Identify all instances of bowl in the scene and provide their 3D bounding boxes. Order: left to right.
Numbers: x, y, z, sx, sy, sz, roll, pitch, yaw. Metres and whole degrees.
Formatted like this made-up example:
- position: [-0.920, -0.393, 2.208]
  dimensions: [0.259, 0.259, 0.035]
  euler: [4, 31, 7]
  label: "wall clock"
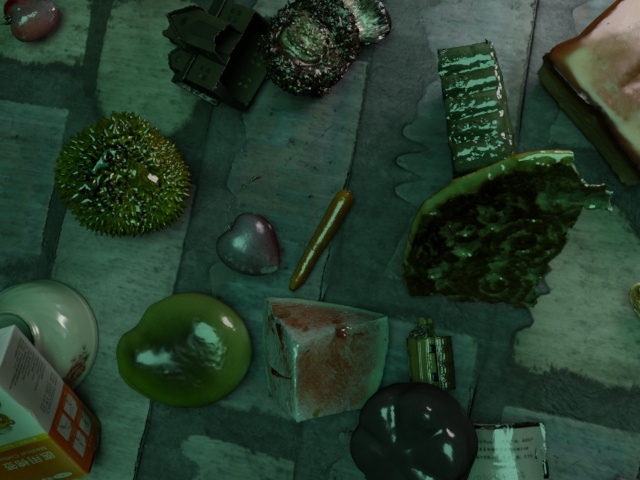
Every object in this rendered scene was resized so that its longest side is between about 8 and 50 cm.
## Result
- position: [-0.635, 0.218, 1.434]
  dimensions: [0.276, 0.145, 0.277]
  euler: [-1, 86, 7]
  label: "bowl"

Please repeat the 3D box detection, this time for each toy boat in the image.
- position: [0.224, 0.265, 1.328]
  dimensions: [0.088, 0.068, 0.226]
  euler: [-9, 80, 27]
  label: "toy boat"

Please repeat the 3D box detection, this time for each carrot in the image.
- position: [0.000, 0.000, 1.412]
  dimensions: [0.043, 0.043, 0.248]
  euler: [30, 91, 10]
  label: "carrot"

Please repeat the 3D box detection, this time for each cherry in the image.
- position: [-0.670, -0.510, 1.545]
  dimensions: [0.126, 0.087, 0.106]
  euler: [3, 77, -9]
  label: "cherry"
- position: [-0.128, -0.012, 1.396]
  dimensions: [0.148, 0.115, 0.188]
  euler: [40, 85, 30]
  label: "cherry"

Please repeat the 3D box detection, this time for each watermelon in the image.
- position: [0.002, 0.225, 1.306]
  dimensions: [0.261, 0.201, 0.213]
  euler: [2, 93, 5]
  label: "watermelon"

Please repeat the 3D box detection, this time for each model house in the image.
- position: [-0.252, -0.427, 1.430]
  dimensions: [0.243, 0.204, 0.211]
  euler: [28, 89, 27]
  label: "model house"

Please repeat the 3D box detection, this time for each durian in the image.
- position: [-0.417, -0.139, 1.395]
  dimensions: [0.290, 0.224, 0.291]
  euler: [0, 81, 3]
  label: "durian"

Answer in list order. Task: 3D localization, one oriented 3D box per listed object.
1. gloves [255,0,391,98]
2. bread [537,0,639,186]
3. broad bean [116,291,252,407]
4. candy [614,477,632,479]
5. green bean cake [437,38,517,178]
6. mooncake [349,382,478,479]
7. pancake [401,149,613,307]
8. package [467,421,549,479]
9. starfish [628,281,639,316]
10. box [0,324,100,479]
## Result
- position: [0.001, -0.422, 1.405]
  dimensions: [0.312, 0.135, 0.210]
  euler: [-35, 101, -17]
  label: "gloves"
- position: [0.643, -0.318, 1.296]
  dimensions: [0.333, 0.143, 0.324]
  euler: [-39, 81, 2]
  label: "bread"
- position: [-0.284, 0.228, 1.389]
  dimensions: [0.290, 0.119, 0.238]
  euler: [-6, 83, 7]
  label: "broad bean"
- position: [0.663, 0.526, 1.195]
  dimensions: [0.264, 0.155, 0.116]
  euler: [15, 83, 10]
  label: "candy"
- position: [0.300, -0.235, 1.289]
  dimensions: [0.132, 0.241, 0.255]
  euler: [-8, 80, 16]
  label: "green bean cake"
- position: [0.172, 0.387, 1.258]
  dimensions: [0.244, 0.133, 0.245]
  euler: [4, 98, 30]
  label: "mooncake"
- position: [0.327, -0.018, 1.239]
  dimensions: [0.304, 0.427, 0.067]
  euler: [17, 44, -5]
  label: "pancake"
- position: [0.319, 0.457, 1.303]
  dimensions: [0.250, 0.062, 0.204]
  euler: [-6, 79, 14]
  label: "package"
- position: [0.695, 0.151, 1.280]
  dimensions: [0.238, 0.071, 0.216]
  euler: [26, 83, 0]
  label: "starfish"
- position: [-0.622, 0.352, 1.323]
  dimensions: [0.224, 0.341, 0.143]
  euler: [-16, 39, 6]
  label: "box"
